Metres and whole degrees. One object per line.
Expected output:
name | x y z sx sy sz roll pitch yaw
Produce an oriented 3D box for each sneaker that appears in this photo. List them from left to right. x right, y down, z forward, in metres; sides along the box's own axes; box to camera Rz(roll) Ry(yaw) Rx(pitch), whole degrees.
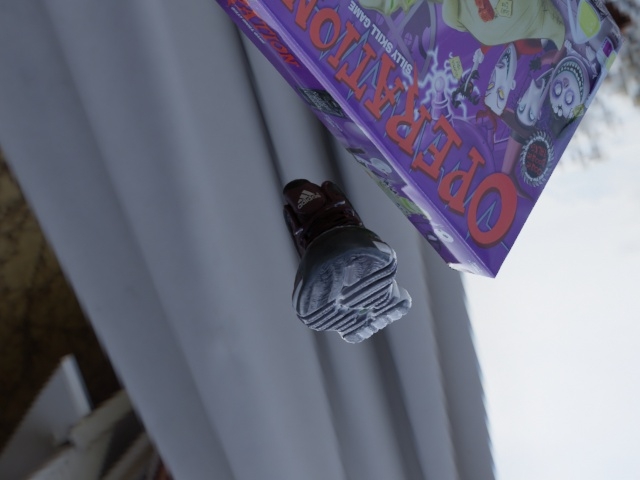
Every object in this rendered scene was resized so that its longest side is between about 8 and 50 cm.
sneaker | 0.000 0.000 1.340 0.106 0.162 0.281 -29 163 0

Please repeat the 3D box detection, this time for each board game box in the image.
board game box | 0.060 -0.155 0.839 0.056 0.347 0.208 19 -110 46
